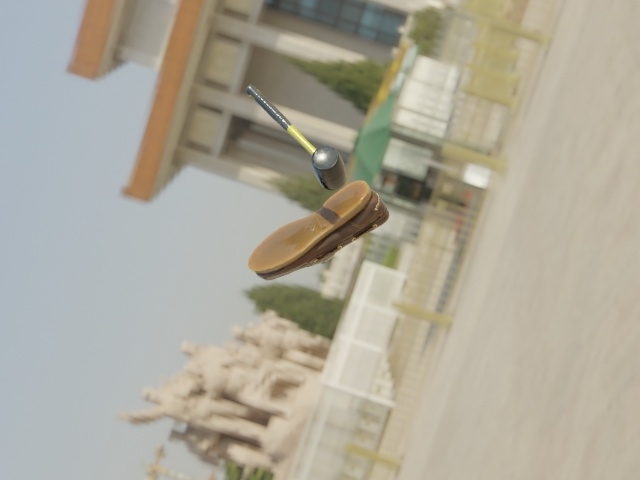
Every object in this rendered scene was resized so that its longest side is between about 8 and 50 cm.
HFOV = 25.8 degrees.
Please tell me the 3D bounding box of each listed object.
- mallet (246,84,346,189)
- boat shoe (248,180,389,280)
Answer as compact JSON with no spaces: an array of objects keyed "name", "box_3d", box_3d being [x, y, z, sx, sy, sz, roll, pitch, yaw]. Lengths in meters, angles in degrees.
[{"name":"mallet","box_3d":[-0.032,-0.135,1.811,0.039,0.190,0.062,-40,-35,-8]},{"name":"boat shoe","box_3d":[0.000,0.000,1.940,0.073,0.207,0.073,48,-162,-40]}]
